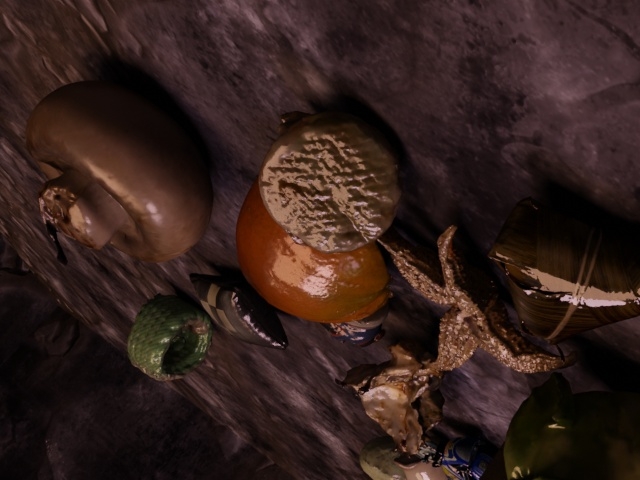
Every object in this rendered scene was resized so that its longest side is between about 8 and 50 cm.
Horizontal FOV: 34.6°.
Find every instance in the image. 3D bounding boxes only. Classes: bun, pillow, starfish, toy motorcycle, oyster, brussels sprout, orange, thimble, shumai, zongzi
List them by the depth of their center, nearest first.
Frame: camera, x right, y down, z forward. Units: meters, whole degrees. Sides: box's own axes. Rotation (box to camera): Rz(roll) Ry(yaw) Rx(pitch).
[{"bbox_3d":[0.327,0.075,1.164,0.241,0.111,0.248,22,159,28],"label":"zongzi"},{"bbox_3d":[0.376,0.310,1.337,0.227,0.259,0.294,27,-128,-82],"label":"brussels sprout"},{"bbox_3d":[0.016,-0.089,1.356,0.201,0.120,0.201,5,115,11],"label":"shumai"},{"bbox_3d":[0.176,0.068,1.447,0.293,0.084,0.301,50,157,-17],"label":"starfish"},{"bbox_3d":[-0.004,-0.002,1.554,0.274,0.274,0.310,39,134,6],"label":"orange"},{"bbox_3d":[0.124,0.253,1.762,0.198,0.133,0.337,31,159,13],"label":"oyster"},{"bbox_3d":[0.322,0.459,1.984,0.315,0.113,0.169,31,151,0],"label":"toy motorcycle"},{"bbox_3d":[-0.178,0.147,2.228,0.186,0.106,0.250,51,162,-25],"label":"pillow"},{"bbox_3d":[0.185,0.510,2.321,0.195,0.118,0.195,37,166,11],"label":"bun"},{"bbox_3d":[-0.399,0.256,2.696,0.150,0.219,0.219,26,156,32],"label":"thimble"}]

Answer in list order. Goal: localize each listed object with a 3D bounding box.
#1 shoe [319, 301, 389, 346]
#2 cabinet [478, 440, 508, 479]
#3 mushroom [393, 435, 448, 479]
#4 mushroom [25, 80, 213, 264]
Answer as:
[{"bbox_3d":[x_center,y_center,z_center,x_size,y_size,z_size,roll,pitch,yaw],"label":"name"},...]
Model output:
[{"bbox_3d":[0.030,0.116,1.789,0.227,0.099,0.125,21,150,34],"label":"shoe"},{"bbox_3d":[0.366,0.379,1.561,0.148,0.215,0.175,16,149,50],"label":"cabinet"},{"bbox_3d":[0.267,0.581,2.133,0.314,0.314,0.336,-1,110,62],"label":"mushroom"},{"bbox_3d":[-0.365,-0.095,1.769,0.362,0.294,0.362,36,159,17],"label":"mushroom"}]
